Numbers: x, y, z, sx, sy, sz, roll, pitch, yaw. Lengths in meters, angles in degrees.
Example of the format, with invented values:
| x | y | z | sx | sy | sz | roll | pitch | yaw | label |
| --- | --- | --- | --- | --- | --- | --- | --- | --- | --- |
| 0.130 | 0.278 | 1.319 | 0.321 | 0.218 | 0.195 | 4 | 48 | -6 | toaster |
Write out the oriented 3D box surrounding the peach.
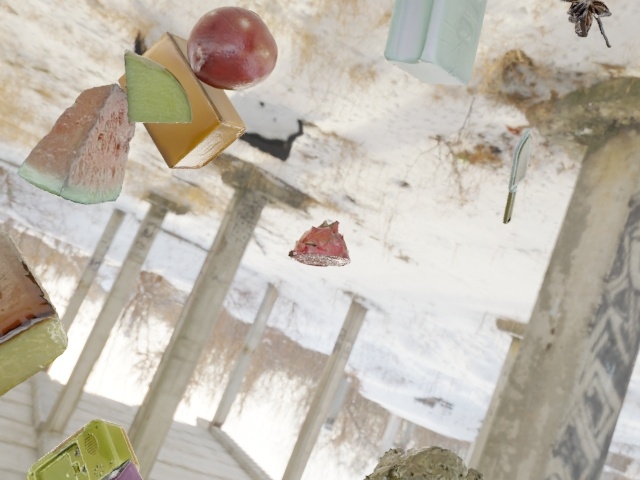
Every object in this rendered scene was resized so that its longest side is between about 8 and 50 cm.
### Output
| x | y | z | sx | sy | sz | roll | pitch | yaw | label |
| --- | --- | --- | --- | --- | --- | --- | --- | --- | --- |
| -0.197 | -0.411 | 1.291 | 0.197 | 0.197 | 0.197 | 22 | 171 | 4 | peach |

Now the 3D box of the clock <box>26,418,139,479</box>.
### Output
| x | y | z | sx | sy | sz | roll | pitch | yaw | label |
| --- | --- | --- | --- | --- | --- | --- | --- | --- | --- |
| -0.495 | 0.484 | 1.246 | 0.143 | 0.202 | 0.096 | 53 | 180 | 35 | clock |

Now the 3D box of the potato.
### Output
| x | y | z | sx | sy | sz | roll | pitch | yaw | label |
| --- | --- | --- | --- | --- | --- | --- | --- | --- | --- |
| -0.302 | -0.296 | 1.114 | 0.120 | 0.081 | 0.149 | -1 | 139 | -14 | potato |

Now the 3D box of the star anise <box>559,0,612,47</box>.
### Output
| x | y | z | sx | sy | sz | roll | pitch | yaw | label |
| --- | --- | --- | --- | --- | --- | --- | --- | --- | --- |
| 0.555 | -0.469 | 1.227 | 0.190 | 0.097 | 0.070 | 51 | -173 | -21 | star anise |

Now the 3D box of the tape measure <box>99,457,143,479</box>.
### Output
| x | y | z | sx | sy | sz | roll | pitch | yaw | label |
| --- | --- | --- | --- | --- | --- | --- | --- | --- | --- |
| -0.338 | 0.541 | 1.031 | 0.231 | 0.149 | 0.245 | 54 | -163 | -4 | tape measure |

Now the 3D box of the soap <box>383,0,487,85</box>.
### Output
| x | y | z | sx | sy | sz | roll | pitch | yaw | label |
| --- | --- | --- | --- | --- | --- | --- | --- | --- | --- |
| 0.200 | -0.405 | 0.948 | 0.095 | 0.289 | 0.173 | 13 | -174 | 32 | soap |

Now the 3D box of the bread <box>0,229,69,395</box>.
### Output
| x | y | z | sx | sy | sz | roll | pitch | yaw | label |
| --- | --- | --- | --- | --- | --- | --- | --- | --- | --- |
| -0.657 | 0.162 | 1.081 | 0.333 | 0.324 | 0.143 | 35 | 151 | 40 | bread |

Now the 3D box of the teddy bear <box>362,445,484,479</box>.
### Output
| x | y | z | sx | sy | sz | roll | pitch | yaw | label |
| --- | --- | --- | --- | --- | --- | --- | --- | --- | --- |
| 0.200 | 0.502 | 1.223 | 0.267 | 0.156 | 0.256 | 7 | 157 | -25 | teddy bear |

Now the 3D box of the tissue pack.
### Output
| x | y | z | sx | sy | sz | roll | pitch | yaw | label |
| --- | --- | --- | --- | --- | --- | --- | --- | --- | --- |
| -0.340 | -0.344 | 1.499 | 0.274 | 0.194 | 0.145 | 59 | -156 | 7 | tissue pack |

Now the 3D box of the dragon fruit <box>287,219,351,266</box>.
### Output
| x | y | z | sx | sy | sz | roll | pitch | yaw | label |
| --- | --- | --- | --- | --- | --- | --- | --- | --- | --- |
| 0.000 | 0.000 | 1.443 | 0.153 | 0.111 | 0.153 | 3 | 163 | 1 | dragon fruit |

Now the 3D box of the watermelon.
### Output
| x | y | z | sx | sy | sz | roll | pitch | yaw | label |
| --- | --- | --- | --- | --- | --- | --- | --- | --- | --- |
| -0.478 | -0.209 | 1.241 | 0.140 | 0.256 | 0.193 | 26 | -177 | 8 | watermelon |

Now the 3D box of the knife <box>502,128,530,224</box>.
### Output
| x | y | z | sx | sy | sz | roll | pitch | yaw | label |
| --- | --- | --- | --- | --- | --- | --- | --- | --- | --- |
| 0.528 | -0.166 | 1.611 | 0.027 | 0.061 | 0.343 | 45 | 161 | 34 | knife |
